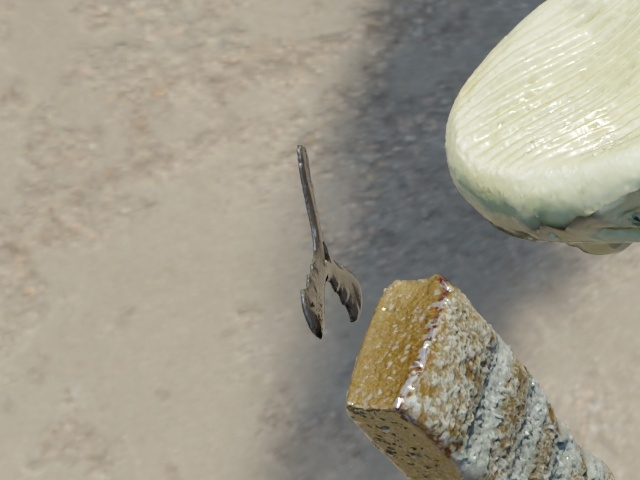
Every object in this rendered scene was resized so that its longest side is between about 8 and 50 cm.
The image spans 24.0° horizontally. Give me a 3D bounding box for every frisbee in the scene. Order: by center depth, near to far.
[{"bbox_3d":[0.000,0.000,1.433,0.012,0.211,0.187,-11,94,14],"label":"frisbee"}]

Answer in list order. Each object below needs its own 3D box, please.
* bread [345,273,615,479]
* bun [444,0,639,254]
[{"bbox_3d":[0.175,0.212,1.540,0.113,0.416,0.165,-8,50,34],"label":"bread"},{"bbox_3d":[0.204,-0.076,1.032,0.231,0.231,0.133,-20,133,24],"label":"bun"}]
